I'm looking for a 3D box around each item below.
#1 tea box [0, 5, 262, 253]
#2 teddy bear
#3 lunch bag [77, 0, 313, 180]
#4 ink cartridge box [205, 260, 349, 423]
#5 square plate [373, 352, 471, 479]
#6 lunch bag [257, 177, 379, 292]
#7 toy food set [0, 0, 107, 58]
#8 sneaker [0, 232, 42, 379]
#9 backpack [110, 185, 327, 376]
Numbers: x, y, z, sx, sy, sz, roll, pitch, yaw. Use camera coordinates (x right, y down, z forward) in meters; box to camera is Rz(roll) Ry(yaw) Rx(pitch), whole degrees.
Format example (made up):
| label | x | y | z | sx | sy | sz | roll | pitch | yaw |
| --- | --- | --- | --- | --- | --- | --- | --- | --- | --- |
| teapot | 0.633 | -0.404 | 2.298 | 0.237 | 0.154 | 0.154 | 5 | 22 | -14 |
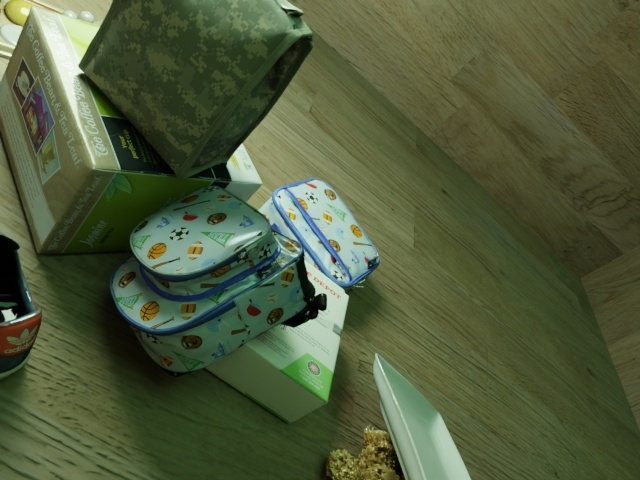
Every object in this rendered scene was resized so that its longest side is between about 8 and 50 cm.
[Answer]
| label | x | y | z | sx | sy | sz | roll | pitch | yaw |
| --- | --- | --- | --- | --- | --- | --- | --- | --- | --- |
| tea box | -0.336 | -0.172 | 0.890 | 0.324 | 0.220 | 0.328 | 0 | 56 | -51 |
| teddy bear | 0.096 | 0.466 | 0.869 | 0.245 | 0.113 | 0.338 | 48 | 24 | -15 |
| lunch bag | -0.166 | -0.275 | 0.727 | 0.235 | 0.287 | 0.169 | 48 | 32 | 0 |
| ink cartridge box | -0.069 | 0.163 | 0.956 | 0.198 | 0.115 | 0.272 | 39 | 34 | -16 |
| square plate | 0.216 | 0.429 | 0.968 | 0.344 | 0.049 | 0.347 | 47 | 15 | -40 |
| lunch bag | 0.000 | 0.000 | 1.215 | 0.303 | 0.115 | 0.243 | 53 | 35 | 9 |
| toy food set | -0.562 | -0.454 | 1.034 | 0.306 | 0.092 | 0.219 | 9 | 49 | -45 |
| sneaker | -0.461 | 0.002 | 0.626 | 0.350 | 0.148 | 0.131 | 50 | 32 | 2 |
| backpack | -0.175 | 0.061 | 0.778 | 0.277 | 0.263 | 0.213 | 29 | -29 | 46 |
